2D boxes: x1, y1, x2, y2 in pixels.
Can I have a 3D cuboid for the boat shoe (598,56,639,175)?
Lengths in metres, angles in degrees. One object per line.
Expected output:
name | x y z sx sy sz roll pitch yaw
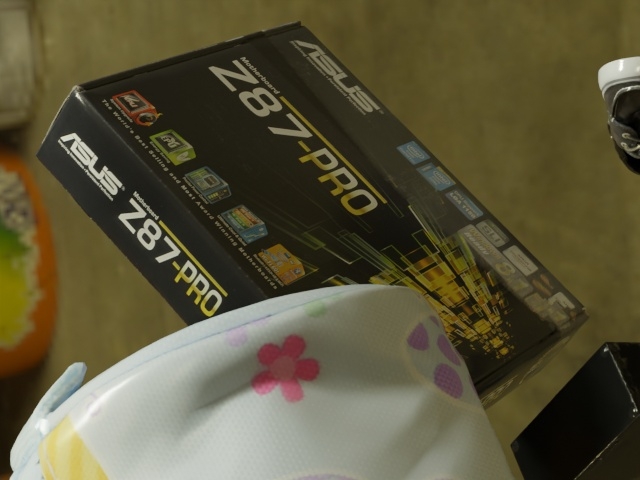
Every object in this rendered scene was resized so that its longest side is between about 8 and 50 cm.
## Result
boat shoe | 0.311 -0.114 1.687 0.228 0.080 0.076 57 -151 -75

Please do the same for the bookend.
bookend | 0.272 0.159 1.469 0.156 0.157 0.072 -56 43 42

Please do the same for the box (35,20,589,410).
box | 0.000 0.000 1.481 0.395 0.318 0.097 47 126 15

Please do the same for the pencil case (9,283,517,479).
pencil case | 0.022 0.146 0.408 0.113 0.124 0.273 108 141 -69
